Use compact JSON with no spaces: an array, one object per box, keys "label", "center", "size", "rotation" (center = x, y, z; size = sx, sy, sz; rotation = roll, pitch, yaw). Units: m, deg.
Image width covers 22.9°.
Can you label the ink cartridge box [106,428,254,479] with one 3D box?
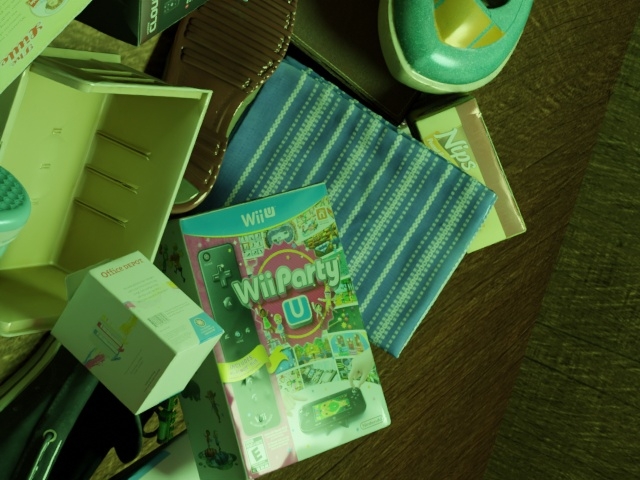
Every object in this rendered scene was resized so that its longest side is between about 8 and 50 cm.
[{"label":"ink cartridge box","center":[-0.217,0.384,1.931],"size":[0.270,0.197,0.198],"rotation":[-35,180,37]}]

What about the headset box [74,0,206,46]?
[{"label":"headset box","center":[-0.150,-0.344,1.566],"size":[0.293,0.110,0.218],"rotation":[-44,150,-44]}]

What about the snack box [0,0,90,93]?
[{"label":"snack box","center":[-0.274,-0.224,1.336],"size":[0.322,0.060,0.187],"rotation":[-45,159,4]}]

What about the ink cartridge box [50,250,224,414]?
[{"label":"ink cartridge box","center":[-0.190,0.085,1.583],"size":[0.090,0.143,0.092],"rotation":[-55,165,26]}]

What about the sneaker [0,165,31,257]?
[{"label":"sneaker","center":[-0.411,0.043,1.370],"size":[0.319,0.127,0.208],"rotation":[-9,139,-47]}]

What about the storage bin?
[{"label":"storage bin","center":[-0.261,-0.055,1.606],"size":[0.260,0.123,0.262],"rotation":[-8,121,-66]}]

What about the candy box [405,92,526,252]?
[{"label":"candy box","center":[0.182,-0.107,2.100],"size":[0.316,0.087,0.183],"rotation":[-93,160,-79]}]

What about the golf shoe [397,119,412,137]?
[{"label":"golf shoe","center":[0.140,-0.182,2.491],"size":[0.186,0.067,0.086],"rotation":[-29,141,-57]}]

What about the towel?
[{"label":"towel","center":[0.019,-0.046,1.947],"size":[0.243,0.336,0.040],"rotation":[-58,167,7]}]

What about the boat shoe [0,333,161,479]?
[{"label":"boat shoe","center":[-0.254,0.177,1.837],"size":[0.500,0.156,0.187],"rotation":[-49,152,-39]}]

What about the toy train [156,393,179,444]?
[{"label":"toy train","center":[-0.179,0.205,1.837],"size":[0.024,0.017,0.083],"rotation":[-46,154,-49]}]

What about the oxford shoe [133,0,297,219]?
[{"label":"oxford shoe","center":[-0.137,-0.179,1.831],"size":[0.348,0.123,0.130],"rotation":[-63,-169,-20]}]

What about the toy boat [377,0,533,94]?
[{"label":"toy boat","center":[0.133,-0.336,1.960],"size":[0.148,0.318,0.267],"rotation":[-24,-152,52]}]

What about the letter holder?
[{"label":"letter holder","center":[0.070,-0.303,2.121],"size":[0.302,0.214,0.152],"rotation":[-55,-171,-25]}]

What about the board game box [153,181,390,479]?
[{"label":"board game box","center":[-0.065,0.105,1.846],"size":[0.224,0.097,0.303],"rotation":[-16,91,-39]}]
